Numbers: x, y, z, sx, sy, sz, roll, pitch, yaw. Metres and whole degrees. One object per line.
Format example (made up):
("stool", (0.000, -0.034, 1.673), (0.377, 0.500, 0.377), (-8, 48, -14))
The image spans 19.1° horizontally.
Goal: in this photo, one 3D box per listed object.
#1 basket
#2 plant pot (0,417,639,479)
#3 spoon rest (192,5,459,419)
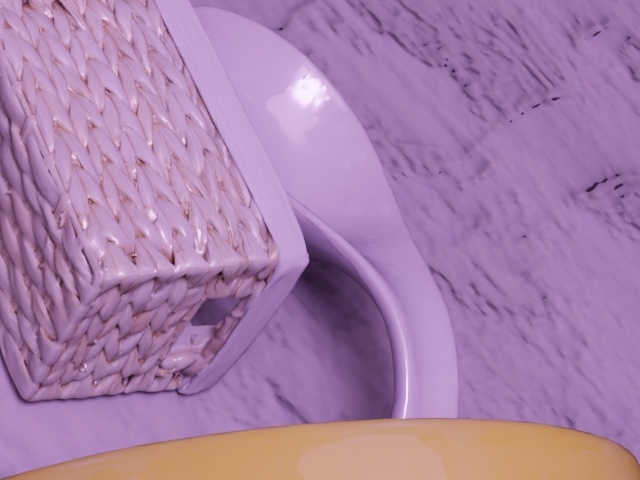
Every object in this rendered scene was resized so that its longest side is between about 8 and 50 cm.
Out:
("basket", (-0.097, -0.023, 0.825), (0.103, 0.113, 0.167), (-8, 60, -35))
("plant pot", (-0.003, 0.203, 0.621), (0.254, 0.254, 0.239), (6, 67, -31))
("spoon rest", (0.000, 0.000, 0.884), (0.137, 0.084, 0.276), (13, 49, -48))
